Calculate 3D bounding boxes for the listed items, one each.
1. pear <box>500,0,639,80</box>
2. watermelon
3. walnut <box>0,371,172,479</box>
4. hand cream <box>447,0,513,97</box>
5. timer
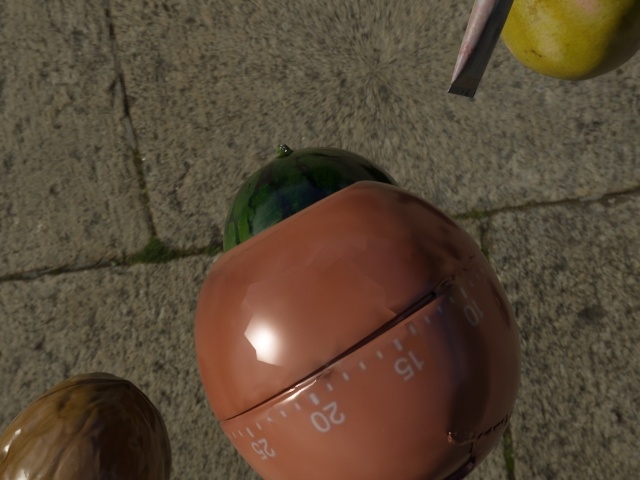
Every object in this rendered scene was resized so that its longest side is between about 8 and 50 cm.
[{"bbox_3d":[0.390,-0.411,1.199,0.336,0.285,0.285,13,104,-6],"label":"pear"},{"bbox_3d":[0.002,0.004,0.876,0.242,0.242,0.243,1,103,4],"label":"watermelon"},{"bbox_3d":[-0.222,0.222,0.668,0.167,0.167,0.207,24,89,-2],"label":"walnut"},{"bbox_3d":[0.183,-0.254,0.767,0.043,0.067,0.210,27,108,29],"label":"hand cream"},{"bbox_3d":[0.027,0.078,0.536,0.229,0.229,0.215,-28,92,10],"label":"timer"}]
